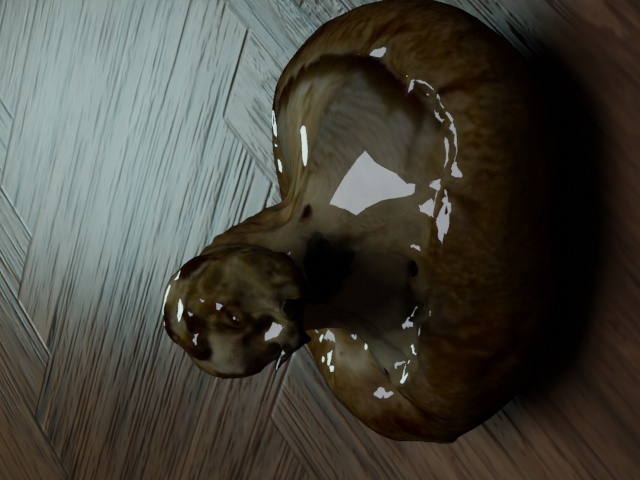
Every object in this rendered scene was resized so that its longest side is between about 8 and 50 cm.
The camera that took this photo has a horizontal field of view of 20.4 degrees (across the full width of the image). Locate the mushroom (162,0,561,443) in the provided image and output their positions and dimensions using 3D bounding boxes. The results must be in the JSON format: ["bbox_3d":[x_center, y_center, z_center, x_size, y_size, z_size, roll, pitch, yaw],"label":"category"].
[{"bbox_3d":[0.029,-0.019,1.073,0.267,0.255,0.267,-33,45,41],"label":"mushroom"}]
